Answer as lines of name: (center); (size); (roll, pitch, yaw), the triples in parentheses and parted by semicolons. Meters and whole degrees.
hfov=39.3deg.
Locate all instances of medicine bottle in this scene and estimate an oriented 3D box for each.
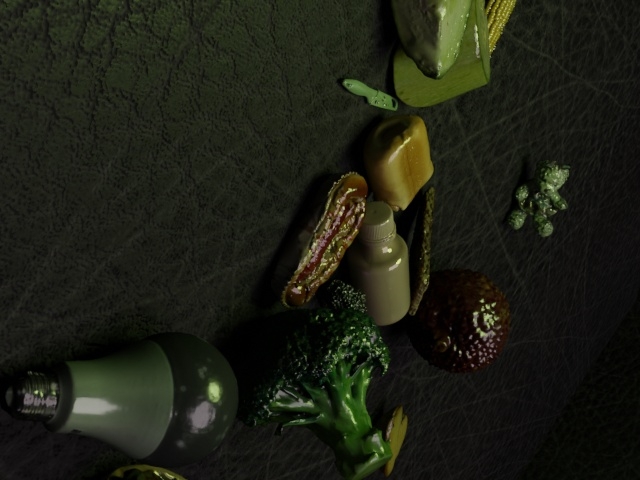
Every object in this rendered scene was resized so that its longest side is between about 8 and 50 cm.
medicine bottle: (0.105, 0.040, 1.643); (0.114, 0.114, 0.252); (-45, 145, -31)

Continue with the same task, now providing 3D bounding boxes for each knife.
knife: (0.084, -0.241, 1.497); (0.207, 0.014, 0.030); (5, 106, -60)

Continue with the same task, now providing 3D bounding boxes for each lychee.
lychee: (0.298, 0.164, 1.937); (0.271, 0.236, 0.235); (-42, 147, -62)

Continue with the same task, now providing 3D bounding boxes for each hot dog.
hot dog: (0.000, 0.000, 1.488); (0.252, 0.069, 0.131); (-59, 151, -9)

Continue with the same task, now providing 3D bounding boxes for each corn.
corn: (0.310, -0.400, 1.690); (0.072, 0.072, 0.203); (15, 100, -60)

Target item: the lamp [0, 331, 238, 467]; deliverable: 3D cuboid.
lamp: (-0.261, 0.212, 1.174); (0.314, 0.182, 0.181); (2, 113, -27)

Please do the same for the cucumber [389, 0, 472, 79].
cucumber: (0.175, -0.424, 1.409); (0.145, 0.105, 0.325); (-41, 138, -41)

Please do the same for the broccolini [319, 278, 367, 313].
broccolini: (0.036, 0.139, 1.678); (0.202, 0.091, 0.068); (101, -5, -59)

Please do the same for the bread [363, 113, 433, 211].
bread: (0.130, -0.141, 1.576); (0.134, 0.085, 0.173); (-49, 148, -21)

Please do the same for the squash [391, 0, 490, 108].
squash: (0.211, -0.353, 1.570); (0.204, 0.155, 0.236); (-69, 150, -51)

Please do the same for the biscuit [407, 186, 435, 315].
biscuit: (0.196, 0.019, 1.778); (0.131, 0.026, 0.236); (107, -8, -57)

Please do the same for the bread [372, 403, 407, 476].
bread: (0.161, 0.451, 2.108); (0.149, 0.065, 0.187); (-47, 145, -48)

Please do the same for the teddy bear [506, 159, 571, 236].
teddy bear: (0.558, -0.120, 2.247); (0.111, 0.133, 0.213); (-67, 176, -62)

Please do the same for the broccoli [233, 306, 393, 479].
broccoli: (0.001, 0.241, 1.449); (0.298, 0.297, 0.297); (-31, 161, -12)

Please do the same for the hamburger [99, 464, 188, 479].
hamburger: (-0.270, 0.425, 1.281); (0.330, 0.162, 0.209); (-31, 134, -41)
